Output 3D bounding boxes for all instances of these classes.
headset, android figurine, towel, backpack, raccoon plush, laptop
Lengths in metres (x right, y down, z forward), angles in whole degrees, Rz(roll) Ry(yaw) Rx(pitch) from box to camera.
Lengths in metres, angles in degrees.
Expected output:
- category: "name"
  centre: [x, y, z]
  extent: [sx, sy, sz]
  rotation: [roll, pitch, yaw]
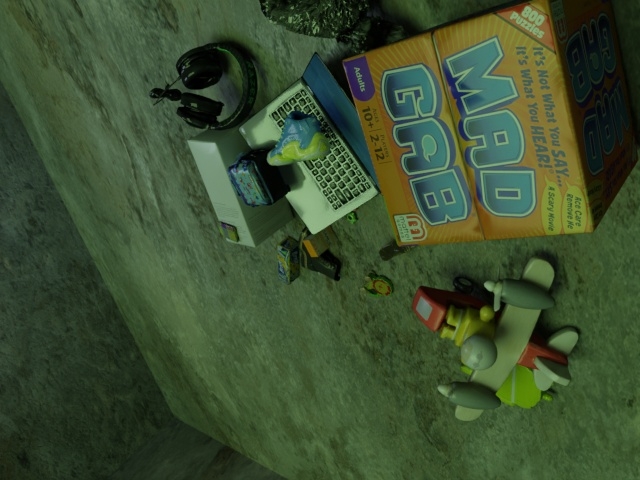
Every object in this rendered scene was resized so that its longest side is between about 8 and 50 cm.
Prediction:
- category: "headset"
  centre: [-0.345, -0.449, 1.891]
  extent: [0.394, 0.185, 0.243]
  rotation: [3, 95, 29]
- category: "android figurine"
  centre: [0.524, 0.373, 1.785]
  extent: [0.273, 0.056, 0.248]
  rotation: [18, 133, 37]
- category: "towel"
  centre: [-0.292, -0.027, 2.002]
  extent: [0.083, 0.009, 0.060]
  rotation: [19, 136, 40]
- category: "backpack"
  centre: [-0.195, -0.174, 1.790]
  extent: [0.173, 0.117, 0.158]
  rotation: [4, 126, 45]
- category: "raccoon plush"
  centre: [0.062, -0.600, 1.368]
  extent: [0.446, 0.216, 0.299]
  rotation: [19, 127, -1]
- category: "laptop"
  centre: [-0.015, -0.225, 1.655]
  extent: [0.408, 0.236, 0.382]
  rotation: [-32, 97, 28]

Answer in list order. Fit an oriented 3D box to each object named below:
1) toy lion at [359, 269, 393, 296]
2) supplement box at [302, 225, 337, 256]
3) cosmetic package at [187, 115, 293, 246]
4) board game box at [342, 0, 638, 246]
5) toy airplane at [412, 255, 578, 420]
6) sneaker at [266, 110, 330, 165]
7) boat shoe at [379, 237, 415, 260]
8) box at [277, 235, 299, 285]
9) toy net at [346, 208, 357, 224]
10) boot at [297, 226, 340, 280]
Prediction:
- category: "toy lion"
  centre: [0.179, 0.144, 1.971]
  extent: [0.096, 0.034, 0.100]
  rotation: [32, 141, 12]
- category: "supplement box"
  centre: [0.000, 0.000, 1.970]
  extent: [0.036, 0.098, 0.062]
  rotation: [-5, 119, 52]
- category: "cosmetic package"
  centre: [-0.242, -0.186, 1.980]
  extent: [0.155, 0.197, 0.365]
  rotation: [10, 127, 43]
- category: "board game box"
  centre: [0.322, -0.230, 1.143]
  extent: [0.356, 0.356, 0.356]
  rotation: [-6, 110, 39]
- category: "toy airplane"
  centre: [0.443, 0.262, 1.586]
  extent: [0.384, 0.272, 0.386]
  rotation: [-19, 93, 32]
- category: "sneaker"
  centre: [-0.063, -0.261, 1.605]
  extent: [0.240, 0.091, 0.126]
  rotation: [-1, 103, 51]
- category: "boat shoe"
  centre: [0.231, 0.014, 1.795]
  extent: [0.153, 0.048, 0.056]
  rotation: [-38, 80, 47]
- category: "box"
  centre: [-0.111, 0.070, 2.181]
  extent: [0.054, 0.059, 0.169]
  rotation: [29, 139, 25]
- category: "toy net"
  centre: [0.046, -0.146, 1.838]
  extent: [0.122, 0.045, 0.232]
  rotation: [23, 136, 33]
- category: "boot"
  centre: [0.005, 0.040, 2.035]
  extent: [0.137, 0.077, 0.198]
  rotation: [26, 151, 23]
